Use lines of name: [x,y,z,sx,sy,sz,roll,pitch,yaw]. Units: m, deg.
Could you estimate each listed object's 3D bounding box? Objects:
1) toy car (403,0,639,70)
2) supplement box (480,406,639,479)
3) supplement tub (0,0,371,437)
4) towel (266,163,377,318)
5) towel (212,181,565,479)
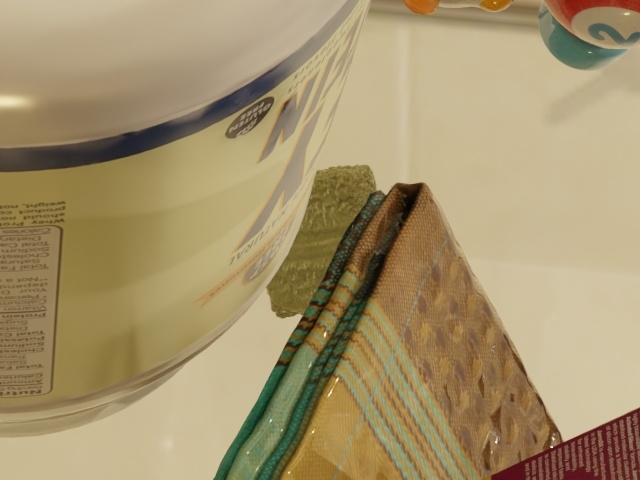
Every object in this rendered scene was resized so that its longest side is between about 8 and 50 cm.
toy car: [0.127,-0.204,1.279,0.210,0.238,0.219,62,-22,8]
supplement box: [0.093,0.084,0.549,0.055,0.083,0.043,47,27,-28]
supplement tub: [-0.106,-0.077,0.640,0.325,0.235,0.235,109,-9,-65]
towel: [0.000,0.000,1.373,0.027,0.148,0.110,-19,96,-38]
towel: [0.017,0.193,0.539,0.271,0.040,0.370,61,36,-28]
